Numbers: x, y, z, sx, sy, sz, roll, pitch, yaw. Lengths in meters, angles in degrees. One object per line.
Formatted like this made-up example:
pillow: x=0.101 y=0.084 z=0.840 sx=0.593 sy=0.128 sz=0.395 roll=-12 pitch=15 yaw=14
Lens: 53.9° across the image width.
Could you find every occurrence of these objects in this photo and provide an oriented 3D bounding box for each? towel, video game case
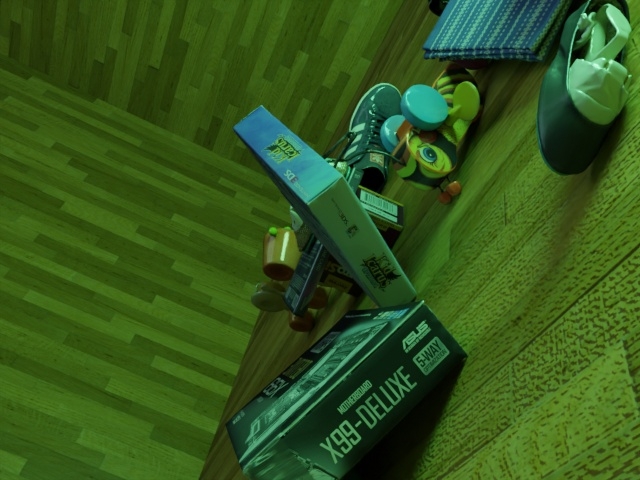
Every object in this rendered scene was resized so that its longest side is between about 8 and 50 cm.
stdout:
towel: x=0.277 y=-0.362 z=0.894 sx=0.243 sy=0.040 sz=0.336 roll=-61 pitch=21 yaw=7
video game case: x=0.000 y=0.000 z=1.171 sx=0.196 sy=0.026 sz=0.274 roll=-165 pitch=99 yaw=-81
video game case: x=0.004 y=-0.047 z=0.897 sx=0.061 sy=0.244 sz=0.269 roll=-40 pitch=40 yaw=-2

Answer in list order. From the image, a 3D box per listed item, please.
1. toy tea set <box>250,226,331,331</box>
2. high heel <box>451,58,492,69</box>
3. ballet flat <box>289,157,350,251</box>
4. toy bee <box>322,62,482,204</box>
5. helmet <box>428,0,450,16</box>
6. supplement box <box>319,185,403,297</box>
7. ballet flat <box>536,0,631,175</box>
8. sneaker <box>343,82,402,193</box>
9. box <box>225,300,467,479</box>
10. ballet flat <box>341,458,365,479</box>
toy tea set: x=-0.056 y=0.085 z=1.473 sx=0.336 sy=0.200 sz=0.124 roll=115 pitch=167 yaw=-53
high heel: x=0.298 y=-0.393 z=1.044 sx=0.244 sy=0.082 sz=0.117 roll=-52 pitch=38 yaw=0
ballet flat: x=-0.016 y=-0.068 z=1.135 sx=0.073 sy=0.067 sz=0.206 roll=-83 pitch=17 yaw=-57
toy bee: x=0.157 y=-0.134 z=0.934 sx=0.298 sy=0.162 sz=0.195 roll=-42 pitch=-6 yaw=-11
helmet: x=0.271 y=-0.506 z=1.164 sx=0.169 sy=0.169 sz=0.162 roll=-156 pitch=73 yaw=-83
supplement box: x=0.068 y=0.003 z=1.180 sx=0.081 sy=0.104 sz=0.188 roll=-78 pitch=14 yaw=-55
ballet flat: x=0.242 y=-0.151 z=0.563 sx=0.203 sy=0.074 sz=0.074 roll=-67 pitch=7 yaw=-29
sneaker: x=0.122 y=-0.206 z=1.473 sx=0.148 sy=0.131 sz=0.350 roll=-167 pitch=96 yaw=-76
box: x=0.008 y=0.184 z=0.748 sx=0.242 sy=0.076 sz=0.307 roll=-40 pitch=1 yaw=-13
ballet flat: x=0.018 y=0.286 z=0.752 sx=0.213 sy=0.072 sz=0.068 roll=-127 pitch=51 yaw=-83
